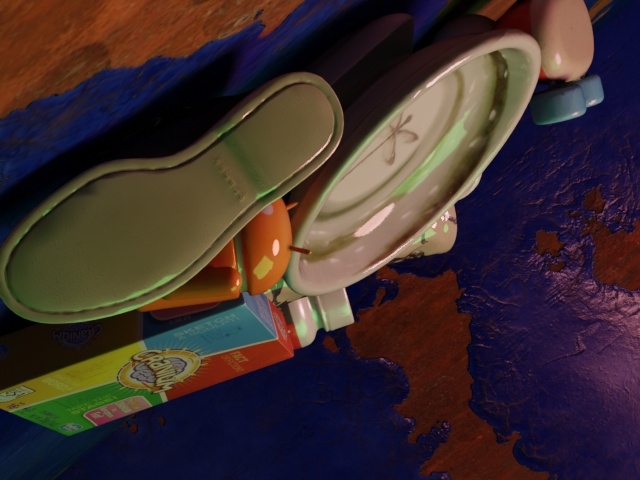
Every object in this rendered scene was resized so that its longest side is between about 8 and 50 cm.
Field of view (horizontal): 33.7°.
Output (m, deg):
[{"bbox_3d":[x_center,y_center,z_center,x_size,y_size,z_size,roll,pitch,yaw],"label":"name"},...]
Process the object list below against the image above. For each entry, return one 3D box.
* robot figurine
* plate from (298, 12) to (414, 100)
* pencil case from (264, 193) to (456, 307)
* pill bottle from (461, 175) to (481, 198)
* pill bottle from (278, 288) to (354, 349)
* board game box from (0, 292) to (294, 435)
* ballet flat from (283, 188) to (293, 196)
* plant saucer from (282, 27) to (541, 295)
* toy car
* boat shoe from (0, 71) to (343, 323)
[{"bbox_3d":[-0.124,-0.001,1.041,0.219,0.128,0.158,-7,174,-6],"label":"robot figurine"},{"bbox_3d":[-0.010,-0.153,1.239,0.278,0.045,0.277,-39,173,1],"label":"plate"},{"bbox_3d":[0.000,0.000,1.469,0.410,0.160,0.183,-21,170,-18],"label":"pencil case"},{"bbox_3d":[0.192,-0.170,1.666,0.131,0.131,0.229,-43,-161,31],"label":"pill bottle"},{"bbox_3d":[-0.102,0.102,1.610,0.283,0.161,0.161,-16,174,0],"label":"pill bottle"},{"bbox_3d":[-0.212,0.132,1.254,0.317,0.064,0.242,-20,157,5],"label":"board game box"},{"bbox_3d":[0.020,-0.023,1.643,0.188,0.070,0.070,23,127,-36],"label":"ballet flat"},{"bbox_3d":[0.085,-0.107,1.242,0.400,0.100,0.400,-38,159,-17],"label":"plant saucer"},{"bbox_3d":[0.244,-0.268,1.470,0.238,0.219,0.210,-9,-169,29],"label":"toy car"},{"bbox_3d":[-0.139,-0.044,0.933,0.340,0.127,0.113,-39,-159,-20],"label":"boat shoe"}]
